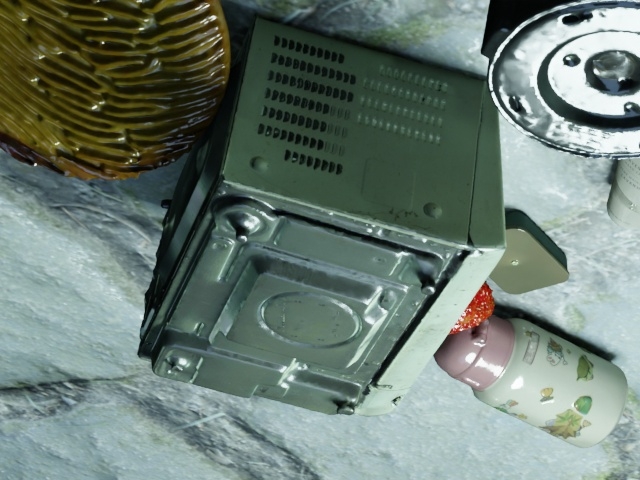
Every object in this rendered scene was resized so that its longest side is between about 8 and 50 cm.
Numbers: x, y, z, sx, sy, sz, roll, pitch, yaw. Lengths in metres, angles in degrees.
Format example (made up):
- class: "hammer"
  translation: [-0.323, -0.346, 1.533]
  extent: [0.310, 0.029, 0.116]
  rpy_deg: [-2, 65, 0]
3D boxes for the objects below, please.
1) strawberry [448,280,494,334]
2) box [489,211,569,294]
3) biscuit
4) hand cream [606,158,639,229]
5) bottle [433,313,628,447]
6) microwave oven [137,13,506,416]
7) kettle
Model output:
- class: "strawberry"
  translation: [0.158, 0.066, 2.253]
  extent: [0.106, 0.106, 0.106]
  rpy_deg: [6, 146, 4]
- class: "box"
  translation: [0.229, 0.015, 2.210]
  extent: [0.091, 0.031, 0.126]
  rpy_deg: [-18, 138, 34]
- class: "biscuit"
  translation: [-0.243, -0.200, 1.883]
  extent: [0.318, 0.040, 0.318]
  rpy_deg: [6, 122, 10]
- class: "hand cream"
  translation: [0.348, -0.075, 2.031]
  extent: [0.087, 0.054, 0.186]
  rpy_deg: [40, 153, 21]
- class: "bottle"
  translation: [0.253, 0.162, 2.347]
  extent: [0.253, 0.120, 0.120]
  rpy_deg: [27, 142, -23]
- class: "microwave oven"
  translation: [0.000, 0.000, 2.048]
  extent: [0.333, 0.247, 0.394]
  rpy_deg: [14, 146, -10]
- class: "kettle"
  translation: [0.220, -0.247, 1.581]
  extent: [0.262, 0.308, 0.203]
  rpy_deg: [-1, 146, 12]
